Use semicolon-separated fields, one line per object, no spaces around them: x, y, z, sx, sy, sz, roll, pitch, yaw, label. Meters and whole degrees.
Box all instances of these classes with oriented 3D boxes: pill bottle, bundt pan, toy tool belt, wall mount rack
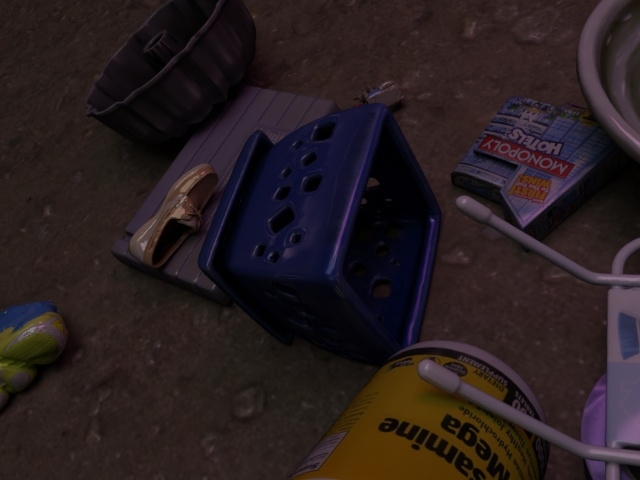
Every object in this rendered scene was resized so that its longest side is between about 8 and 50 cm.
0.063;0.235;0.560;0.187;0.188;0.334;8;24;27;pill bottle
-0.237;-0.293;1.154;0.330;0.124;0.331;-28;37;24;bundt pan
0.085;-0.217;1.055;0.083;0.052;0.051;-26;20;1;toy tool belt
0.261;0.078;0.602;0.303;0.131;0.350;2;45;22;wall mount rack

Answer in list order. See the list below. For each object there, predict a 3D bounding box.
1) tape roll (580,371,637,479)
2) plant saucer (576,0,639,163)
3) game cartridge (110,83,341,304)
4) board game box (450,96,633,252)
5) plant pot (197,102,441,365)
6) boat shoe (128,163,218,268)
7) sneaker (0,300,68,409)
0.342;0.198;0.631;0.188;0.080;0.189;-12;53;16;tape roll
0.487;-0.160;0.770;0.400;0.101;0.401;-2;55;3;plant saucer
-0.136;-0.084;1.048;0.230;0.068;0.355;20;67;28;game cartridge
0.269;-0.090;0.874;0.194;0.060;0.194;28;71;35;board game box
0.000;0.000;0.824;0.212;0.236;0.236;0;58;30;plant pot
-0.195;-0.031;0.965;0.059;0.063;0.170;35;85;35;boat shoe
-0.475;0.175;1.012;0.240;0.091;0.126;-32;32;1;sneaker
